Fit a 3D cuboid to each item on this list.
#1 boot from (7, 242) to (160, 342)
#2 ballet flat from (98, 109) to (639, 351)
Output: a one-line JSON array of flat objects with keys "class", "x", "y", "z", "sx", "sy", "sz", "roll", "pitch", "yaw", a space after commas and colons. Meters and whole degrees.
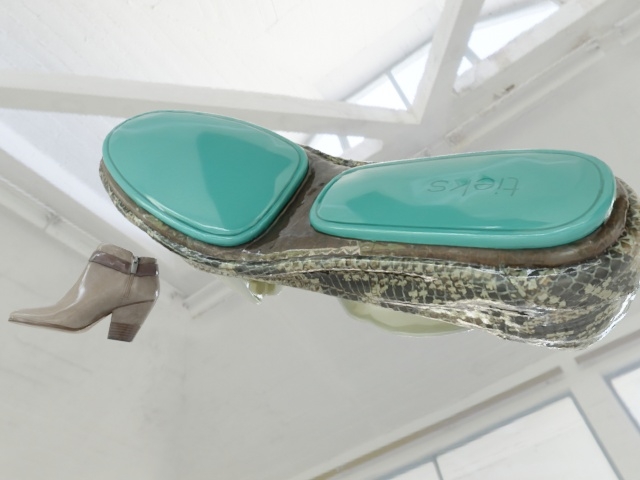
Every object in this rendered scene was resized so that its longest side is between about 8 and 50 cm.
[{"class": "boot", "x": -0.210, "y": 0.044, "z": 0.476, "sx": 0.118, "sy": 0.087, "sz": 0.042, "roll": 16, "pitch": -16, "yaw": -28}, {"class": "ballet flat", "x": 0.000, "y": 0.000, "z": 0.453, "sx": 0.483, "sy": 0.164, "sz": 0.182, "roll": 12, "pitch": -40, "yaw": 31}]
